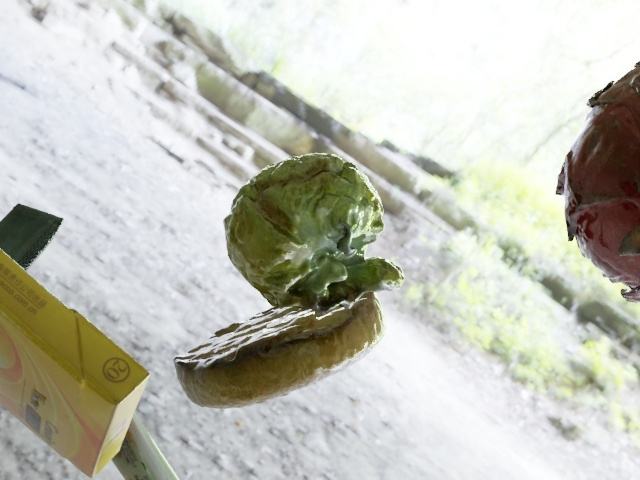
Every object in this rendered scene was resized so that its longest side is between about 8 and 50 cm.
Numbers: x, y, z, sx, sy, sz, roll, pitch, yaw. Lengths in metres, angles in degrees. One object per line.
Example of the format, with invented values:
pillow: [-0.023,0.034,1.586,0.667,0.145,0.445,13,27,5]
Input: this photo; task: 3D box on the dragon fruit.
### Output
dragon fruit: [0.344,-0.061,0.903,0.241,0.252,0.241,46,21,-23]

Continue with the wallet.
wallet: [-0.398,0.010,1.267,0.088,0.129,0.026,17,-36,26]

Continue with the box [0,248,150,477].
box: [-0.246,0.052,0.705,0.269,0.043,0.152,39,-35,7]

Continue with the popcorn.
popcorn: [0.000,0.000,1.098,0.212,0.198,0.198,49,4,-11]

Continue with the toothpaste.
toothpaste: [-0.184,0.301,1.142,0.314,0.058,0.056,63,-10,-21]

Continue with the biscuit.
biscuit: [-0.048,0.148,1.330,0.296,0.296,0.101,-83,152,-82]
